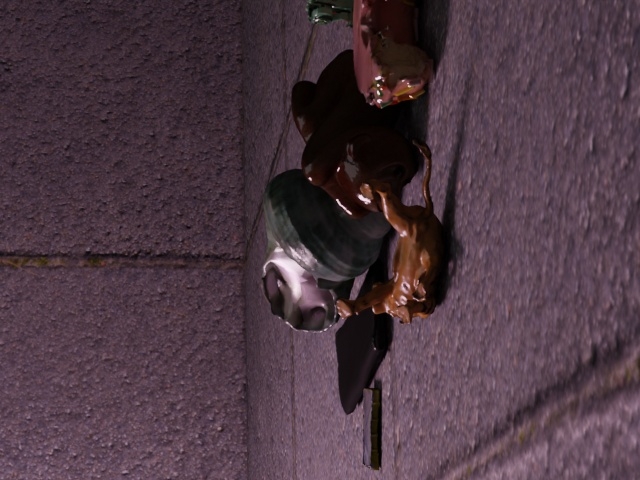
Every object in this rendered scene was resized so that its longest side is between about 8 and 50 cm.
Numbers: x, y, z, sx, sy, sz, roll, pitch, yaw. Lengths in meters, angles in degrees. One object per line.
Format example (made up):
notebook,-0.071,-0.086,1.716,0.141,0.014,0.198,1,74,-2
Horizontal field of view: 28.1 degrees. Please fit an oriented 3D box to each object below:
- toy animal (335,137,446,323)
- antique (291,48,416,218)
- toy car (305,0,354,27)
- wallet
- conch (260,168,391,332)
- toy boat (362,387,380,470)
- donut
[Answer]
toy animal,0.108,0.001,1.456,0.116,0.114,0.255,-31,-39,-47
antique,0.052,-0.142,1.665,0.121,0.143,0.257,42,-153,-38
toy car,0.044,-0.312,1.685,0.054,0.143,0.073,163,107,-64
wallet,0.059,0.147,1.891,0.285,0.030,0.146,108,160,-61
conch,0.000,0.000,1.783,0.277,0.195,0.220,-33,78,33
toy boat,0.073,0.269,1.828,0.063,0.016,0.115,156,115,-81
donut,0.091,-0.280,1.563,0.199,0.085,0.233,-125,37,-75
